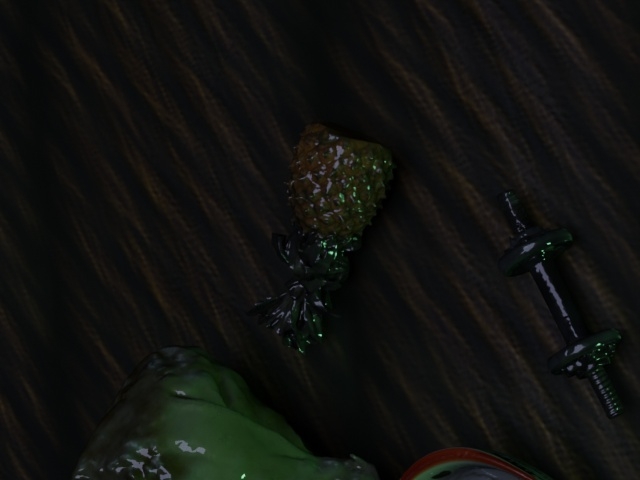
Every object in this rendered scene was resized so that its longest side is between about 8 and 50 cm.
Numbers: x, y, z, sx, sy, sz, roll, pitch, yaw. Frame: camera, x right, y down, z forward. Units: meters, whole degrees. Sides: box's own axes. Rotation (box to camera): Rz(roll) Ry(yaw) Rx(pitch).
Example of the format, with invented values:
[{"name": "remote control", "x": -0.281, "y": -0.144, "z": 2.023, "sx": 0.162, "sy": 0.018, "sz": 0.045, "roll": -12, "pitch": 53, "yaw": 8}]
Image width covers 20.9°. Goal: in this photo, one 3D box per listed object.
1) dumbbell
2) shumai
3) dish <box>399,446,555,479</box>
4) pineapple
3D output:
[{"name": "dumbbell", "x": 0.240, "y": 0.061, "z": 1.735, "sx": 0.081, "sy": 0.081, "sz": 0.254, "roll": -33, "pitch": 73, "yaw": 24}, {"name": "shumai", "x": -0.070, "y": 0.265, "z": 1.785, "sx": 0.288, "sy": 0.292, "sz": 0.330, "roll": -10, "pitch": 73, "yaw": 41}, {"name": "dish", "x": 0.178, "y": 0.329, "z": 1.738, "sx": 0.256, "sy": 0.117, "sz": 0.256, "roll": -1, "pitch": 87, "yaw": 29}, {"name": "pineapple", "x": 0.000, "y": 0.000, "z": 1.860, "sx": 0.125, "sy": 0.125, "sz": 0.251, "roll": 27, "pitch": 107, "yaw": 27}]
